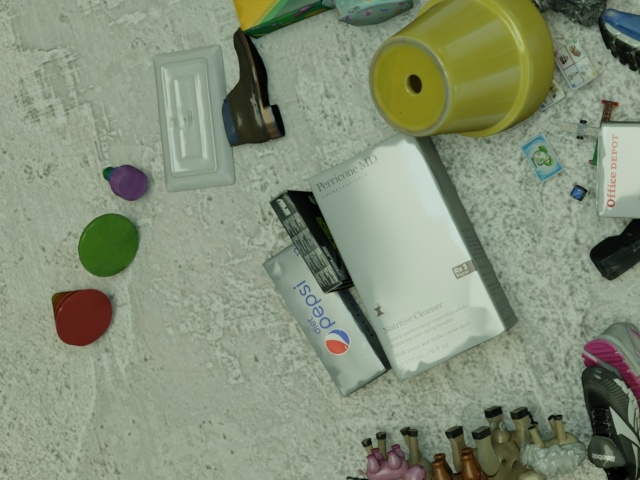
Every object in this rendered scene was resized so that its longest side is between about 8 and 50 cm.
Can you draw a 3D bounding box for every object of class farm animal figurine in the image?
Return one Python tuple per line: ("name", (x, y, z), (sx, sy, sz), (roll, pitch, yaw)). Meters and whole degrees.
("farm animal figurine", (0.247, 0.402, 1.766), (0.326, 0.330, 0.172), (-17, 94, -18))

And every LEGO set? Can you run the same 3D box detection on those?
("LEGO set", (0.431, -0.197, 1.799), (0.182, 0.060, 0.244), (-33, 81, 27))

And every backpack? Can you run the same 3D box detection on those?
("backpack", (0.097, -0.460, 1.817), (0.188, 0.166, 0.144), (-24, 86, 18))

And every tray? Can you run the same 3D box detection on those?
("tray", (-0.248, -0.234, 1.993), (0.145, 0.030, 0.270), (-6, 89, 17))

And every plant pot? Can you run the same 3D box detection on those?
("plant pot", (0.215, -0.278, 1.699), (0.254, 0.239, 0.254), (21, 123, 36))

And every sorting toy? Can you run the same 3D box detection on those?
("sorting toy", (-0.450, 0.017, 2.037), (0.126, 0.127, 0.366), (24, 95, 44))

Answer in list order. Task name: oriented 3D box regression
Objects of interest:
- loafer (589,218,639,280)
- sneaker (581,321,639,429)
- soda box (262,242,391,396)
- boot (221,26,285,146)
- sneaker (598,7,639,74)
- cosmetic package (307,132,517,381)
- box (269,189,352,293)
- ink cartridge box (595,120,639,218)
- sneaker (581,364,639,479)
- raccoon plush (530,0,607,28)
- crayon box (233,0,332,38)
("loafer", (0.540, 0.004, 1.760), (0.170, 0.062, 0.061), (-30, 121, 8))
("sneaker", (0.542, 0.237, 1.729), (0.103, 0.111, 0.252), (-14, 113, 51))
("soda box", (0.015, 0.135, 1.890), (0.098, 0.091, 0.286), (-34, 82, 13))
("boot", (-0.150, -0.281, 1.936), (0.106, 0.082, 0.219), (-19, 88, 13))
("sneaker", (0.620, -0.332, 1.694), (0.330, 0.130, 0.147), (17, 86, 16))
("cosmetic package", (0.161, 0.020, 1.812), (0.217, 0.156, 0.385), (-29, 84, 17))
("box", (0.000, 0.000, 1.844), (0.045, 0.184, 0.191), (-33, 81, 13))
("ink cartridge box", (0.557, -0.115, 1.687), (0.212, 0.093, 0.154), (2, 100, 14))
("sneaker", (0.471, 0.313, 1.685), (0.078, 0.106, 0.234), (-2, 123, 45))
("raccoon plush", (0.462, -0.495, 1.603), (0.216, 0.446, 0.299), (12, 94, -11))
("crayon box", (-0.097, -0.534, 1.916), (0.165, 0.081, 0.278), (-18, 86, 16))
